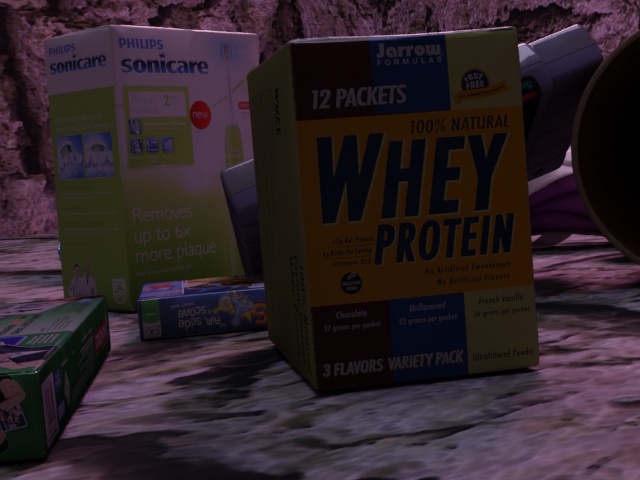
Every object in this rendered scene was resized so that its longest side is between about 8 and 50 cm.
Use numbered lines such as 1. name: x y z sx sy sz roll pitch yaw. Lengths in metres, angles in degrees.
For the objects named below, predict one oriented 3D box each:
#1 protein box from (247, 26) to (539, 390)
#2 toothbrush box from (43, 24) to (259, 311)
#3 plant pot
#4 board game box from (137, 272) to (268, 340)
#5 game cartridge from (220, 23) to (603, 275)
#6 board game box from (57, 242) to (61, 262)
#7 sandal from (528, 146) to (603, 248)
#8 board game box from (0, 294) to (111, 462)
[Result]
1. protein box: 0.037 -0.024 0.705 0.136 0.200 0.201 -5 4 -10
2. toothbrush box: -0.169 -0.078 1.161 0.122 0.283 0.206 -2 4 42
3. plant pot: 0.371 -0.097 1.038 0.237 0.237 0.254 -3 7 18
4. board game box: -0.055 0.051 0.942 0.201 0.035 0.136 -5 4 -7
5. game cartridge: 0.086 -0.066 1.026 0.355 0.068 0.230 -23 -17 -7
6. board game box: -0.239 -0.081 1.562 0.242 0.064 0.317 -4 43 -1
7. sandal: 0.274 -0.041 1.394 0.416 0.169 0.102 -3 44 22
8. board game box: -0.249 0.080 0.650 0.213 0.046 0.317 -6 4 -5
